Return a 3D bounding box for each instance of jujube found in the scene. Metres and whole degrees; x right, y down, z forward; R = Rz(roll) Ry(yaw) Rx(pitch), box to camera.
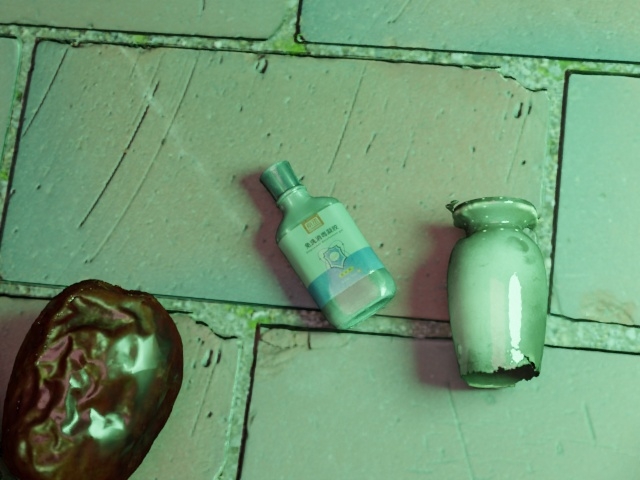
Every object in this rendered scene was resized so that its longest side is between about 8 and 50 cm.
[{"bbox_3d":[-0.254,0.164,1.535,0.183,0.183,0.243,18,82,12],"label":"jujube"}]

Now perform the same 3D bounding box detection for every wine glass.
[{"bbox_3d":[0.196,0.056,1.527,0.111,0.111,0.204,-3,71,7],"label":"wine glass"}]

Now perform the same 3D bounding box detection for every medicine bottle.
[{"bbox_3d":[0.000,0.000,1.598,0.090,0.054,0.208,-33,73,-2],"label":"medicine bottle"}]

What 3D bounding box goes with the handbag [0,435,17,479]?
[{"bbox_3d":[-0.546,0.188,1.570,0.327,0.162,0.325,-23,71,7],"label":"handbag"}]
